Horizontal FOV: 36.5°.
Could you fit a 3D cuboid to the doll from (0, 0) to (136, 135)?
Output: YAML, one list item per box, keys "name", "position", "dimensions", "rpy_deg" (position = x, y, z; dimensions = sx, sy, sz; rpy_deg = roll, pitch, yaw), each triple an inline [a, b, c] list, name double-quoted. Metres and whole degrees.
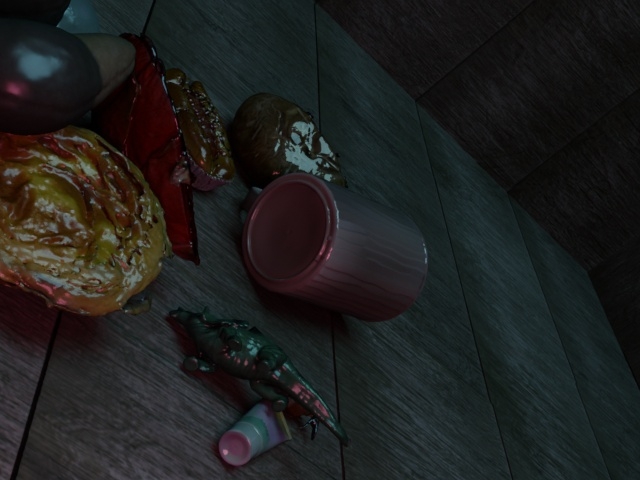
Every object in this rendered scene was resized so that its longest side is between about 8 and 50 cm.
- name: "doll"
  position: [-0.386, -0.277, 1.199]
  dimensions: [0.382, 0.252, 0.378]
  rpy_deg: [-29, 82, -48]

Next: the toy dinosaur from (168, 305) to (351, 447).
- name: "toy dinosaur"
  position: [-0.082, 0.173, 1.284]
  dimensions: [0.292, 0.079, 0.120]
  rpy_deg: [37, 17, 18]

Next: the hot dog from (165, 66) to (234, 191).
- name: "hot dog"
  position: [-0.222, -0.196, 1.667]
  dimensions: [0.144, 0.075, 0.268]
  rpy_deg: [27, 34, -51]

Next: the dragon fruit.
- name: "dragon fruit"
  position: [-0.263, -0.155, 1.330]
  dimensions: [0.100, 0.282, 0.343]
  rpy_deg: [-13, 41, -23]

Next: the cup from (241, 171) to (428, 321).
- name: "cup"
  position: [0.014, -0.010, 1.655]
  dimensions: [0.273, 0.208, 0.288]
  rpy_deg: [19, 39, -51]

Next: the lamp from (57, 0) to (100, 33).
- name: "lamp"
  position: [-0.423, -0.347, 1.472]
  dimensions: [0.179, 0.108, 0.246]
  rpy_deg: [50, 21, 9]

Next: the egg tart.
- name: "egg tart"
  position: [-0.312, -0.014, 1.145]
  dimensions: [0.297, 0.132, 0.297]
  rpy_deg: [26, 37, -21]

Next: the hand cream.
- name: "hand cream"
  position: [-0.080, 0.248, 1.278]
  dimensions: [0.076, 0.047, 0.174]
  rpy_deg: [70, 18, 2]

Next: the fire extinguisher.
- name: "fire extinguisher"
  position: [-0.056, 0.205, 1.387]
  dimensions: [0.177, 0.050, 0.062]
  rpy_deg: [49, 46, -3]

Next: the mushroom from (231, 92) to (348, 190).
- name: "mushroom"
  position: [-0.085, -0.157, 1.828]
  dimensions: [0.151, 0.156, 0.285]
  rpy_deg: [-26, 69, -42]
